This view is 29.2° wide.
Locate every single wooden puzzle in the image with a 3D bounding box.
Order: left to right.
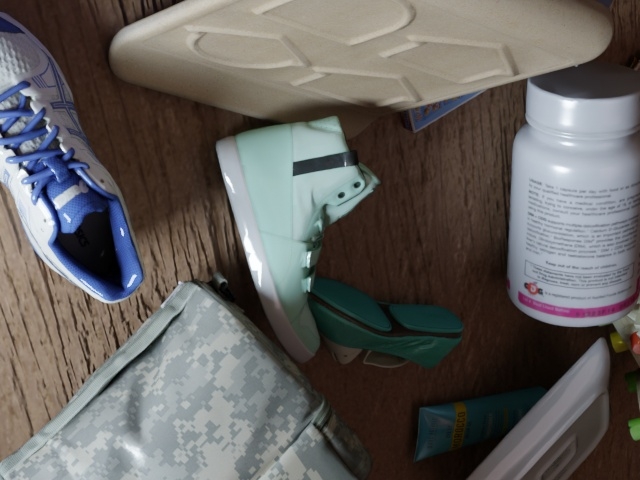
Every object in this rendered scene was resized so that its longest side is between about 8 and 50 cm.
[{"bbox_3d":[0.032,-0.195,1.100,0.322,0.348,0.080,11,72,-40],"label":"wooden puzzle"}]

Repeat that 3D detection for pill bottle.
[{"bbox_3d":[0.304,-0.056,1.442,0.160,0.160,0.283,-19,122,-29],"label":"pill bottle"}]

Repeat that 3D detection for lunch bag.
[{"bbox_3d":[-0.137,0.216,1.215,0.305,0.212,0.256,-44,114,-14],"label":"lunch bag"}]

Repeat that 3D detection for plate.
[{"bbox_3d":[0.298,0.281,1.618,0.277,0.045,0.278,-45,153,-10],"label":"plate"}]

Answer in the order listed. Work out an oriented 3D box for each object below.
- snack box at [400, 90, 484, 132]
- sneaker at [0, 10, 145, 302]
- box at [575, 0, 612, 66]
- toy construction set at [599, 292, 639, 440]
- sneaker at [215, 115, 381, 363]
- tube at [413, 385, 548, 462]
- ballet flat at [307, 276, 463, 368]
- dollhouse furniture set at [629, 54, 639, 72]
[{"bbox_3d":[0.160,-0.188,1.362,0.178,0.022,0.064,-32,128,-21],"label":"snack box"},{"bbox_3d":[-0.231,-0.072,1.056,0.112,0.131,0.296,-38,128,-13],"label":"sneaker"},{"bbox_3d":[0.181,-0.374,1.184,0.296,0.183,0.294,24,95,-42],"label":"box"},{"bbox_3d":[0.440,0.146,1.603,0.151,0.215,0.328,-8,138,12],"label":"toy construction set"},{"bbox_3d":[0.000,0.000,1.241,0.151,0.094,0.256,-16,113,-2],"label":"sneaker"},{"bbox_3d":[0.208,0.231,1.592,0.207,0.052,0.080,-8,111,-30],"label":"tube"},{"bbox_3d":[0.058,0.107,1.396,0.247,0.083,0.087,15,116,-38],"label":"ballet flat"},{"bbox_3d":[0.428,-0.178,1.569,0.151,0.058,0.076,33,98,-23],"label":"dollhouse furniture set"}]
